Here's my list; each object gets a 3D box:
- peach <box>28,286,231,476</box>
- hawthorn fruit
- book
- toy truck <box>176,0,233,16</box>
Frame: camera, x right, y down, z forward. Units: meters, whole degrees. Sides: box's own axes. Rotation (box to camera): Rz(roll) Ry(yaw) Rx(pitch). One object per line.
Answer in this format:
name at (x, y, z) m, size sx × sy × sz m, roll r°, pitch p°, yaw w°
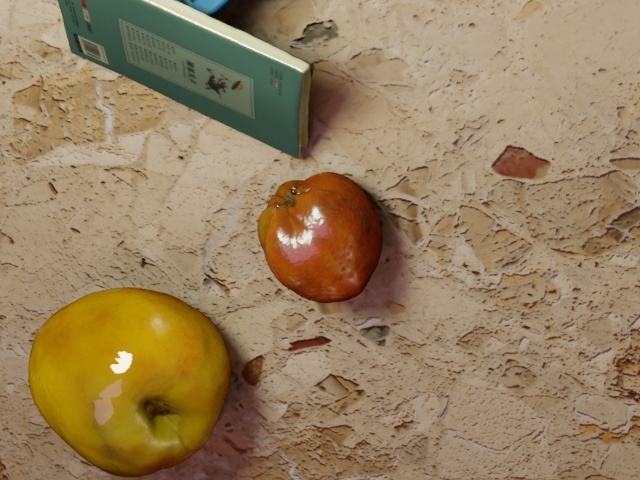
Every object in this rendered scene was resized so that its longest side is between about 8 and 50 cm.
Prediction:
peach at (-0.299, 0.201, 1.943) m, size 0.308 × 0.289 × 0.289 m, roll 34°, pitch 133°, yaw 50°
hawthorn fruit at (0.000, 0.000, 1.779) m, size 0.189 × 0.189 × 0.189 m, roll 9°, pitch 118°, yaw 17°
book at (-0.186, -0.246, 1.718) m, size 0.379 × 0.031 × 0.264 m, roll 26°, pitch 161°, yaw 6°
toy truck at (-0.222, -0.467, 1.638) m, size 0.385 × 0.161 × 0.162 m, roll 47°, pitch 131°, yaw -7°
